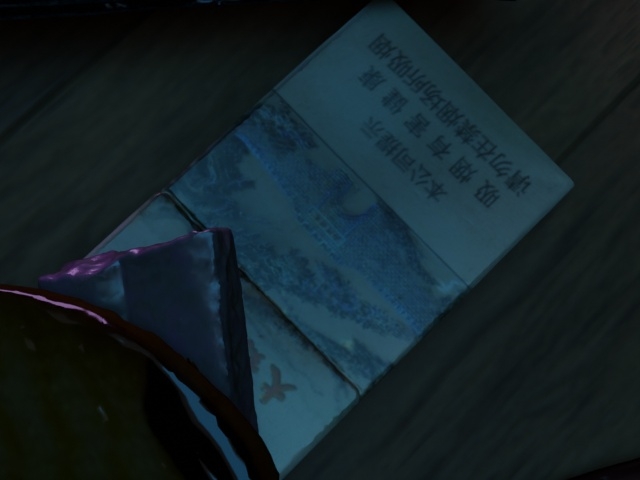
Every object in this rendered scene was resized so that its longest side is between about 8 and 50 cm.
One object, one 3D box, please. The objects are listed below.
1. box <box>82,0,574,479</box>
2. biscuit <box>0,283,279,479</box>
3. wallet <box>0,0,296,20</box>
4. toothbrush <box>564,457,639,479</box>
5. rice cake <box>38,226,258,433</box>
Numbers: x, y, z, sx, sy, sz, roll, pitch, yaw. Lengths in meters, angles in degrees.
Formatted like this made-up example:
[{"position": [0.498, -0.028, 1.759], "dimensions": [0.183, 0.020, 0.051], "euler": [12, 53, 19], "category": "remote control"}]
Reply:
[{"position": [0.000, 0.000, 0.686], "dimensions": [0.256, 0.069, 0.164], "euler": [-44, 86, -13], "category": "box"}, {"position": [-0.159, 0.177, 0.583], "dimensions": [0.318, 0.040, 0.317], "euler": [1, 96, 12], "category": "biscuit"}, {"position": [-0.069, -0.210, 0.703], "dimensions": [0.379, 0.046, 0.190], "euler": [-3, 54, -7], "category": "wallet"}, {"position": [0.181, 0.151, 0.693], "dimensions": [0.364, 0.041, 0.040], "euler": [-12, 80, -9], "category": "toothbrush"}, {"position": [-0.076, 0.143, 0.607], "dimensions": [0.106, 0.050, 0.297], "euler": [-7, 97, 13], "category": "rice cake"}]
